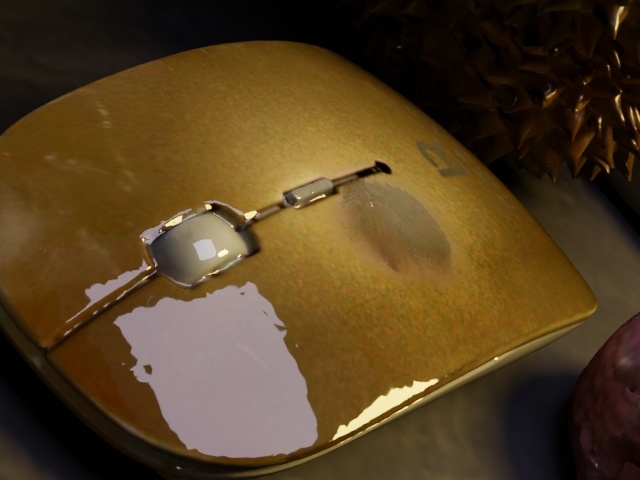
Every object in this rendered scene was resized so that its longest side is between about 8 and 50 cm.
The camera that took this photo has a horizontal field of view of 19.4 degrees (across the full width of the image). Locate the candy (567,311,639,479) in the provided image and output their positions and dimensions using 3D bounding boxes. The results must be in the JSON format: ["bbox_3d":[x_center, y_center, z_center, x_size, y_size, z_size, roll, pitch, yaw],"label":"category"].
[{"bbox_3d":[0.111,0.061,0.484,0.103,0.043,0.103,27,31,-18],"label":"candy"}]

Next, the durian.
[{"bbox_3d":[0.076,-0.094,0.545,0.137,0.158,0.168,25,26,-56],"label":"durian"}]

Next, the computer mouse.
[{"bbox_3d":[0.001,-0.001,0.439,0.102,0.045,0.199,46,28,17],"label":"computer mouse"}]

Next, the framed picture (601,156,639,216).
[{"bbox_3d":[0.263,0.007,0.765,0.446,0.028,0.326,-1,48,-51],"label":"framed picture"}]
